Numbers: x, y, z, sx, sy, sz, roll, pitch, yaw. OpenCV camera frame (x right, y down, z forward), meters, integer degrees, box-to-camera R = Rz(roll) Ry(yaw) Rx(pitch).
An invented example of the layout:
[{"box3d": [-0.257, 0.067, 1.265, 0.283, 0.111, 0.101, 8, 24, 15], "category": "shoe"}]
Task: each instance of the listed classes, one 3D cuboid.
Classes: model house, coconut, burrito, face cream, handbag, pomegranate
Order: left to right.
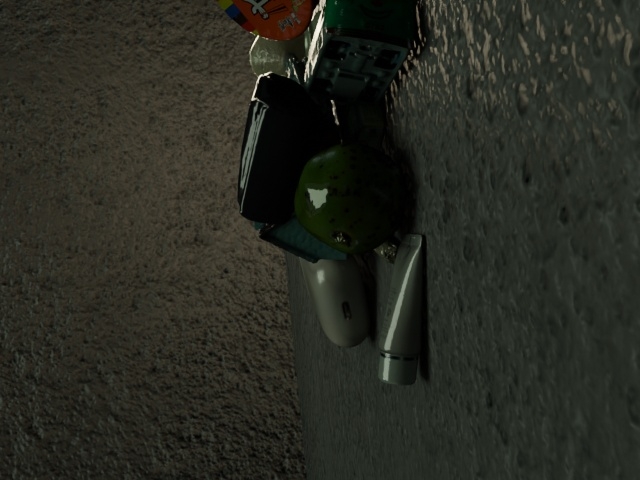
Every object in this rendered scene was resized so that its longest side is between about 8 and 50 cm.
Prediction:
[{"box3d": [-0.092, -0.220, 1.690, 0.275, 0.178, 0.301, -89, 11, -61], "category": "handbag"}, {"box3d": [-0.118, -0.617, 2.425, 0.244, 0.239, 0.239, -105, 14, -70], "category": "coconut"}, {"box3d": [-0.035, -0.098, 1.890, 0.280, 0.249, 0.229, -69, -20, -65], "category": "model house"}, {"box3d": [0.065, -0.104, 1.568, 0.254, 0.254, 0.270, 101, 174, -57], "category": "pomegranate"}, {"box3d": [0.148, 0.010, 1.685, 0.058, 0.045, 0.188, 62, 177, -22], "category": "burrito"}, {"box3d": [0.171, 0.141, 1.503, 0.143, 0.089, 0.314, -165, 79, -81], "category": "face cream"}]

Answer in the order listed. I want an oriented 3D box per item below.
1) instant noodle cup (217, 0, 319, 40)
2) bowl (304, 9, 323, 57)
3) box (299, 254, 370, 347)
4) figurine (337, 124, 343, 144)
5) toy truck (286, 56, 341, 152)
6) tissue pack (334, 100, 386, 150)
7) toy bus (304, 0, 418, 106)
[{"box3d": [-0.080, -0.559, 1.440, 0.192, 0.250, 0.250, -57, -12, -31], "category": "instant noodle cup"}, {"box3d": [0.017, -0.552, 2.014, 0.211, 0.112, 0.211, 177, 90, -82], "category": "bowl"}, {"box3d": [0.037, 0.120, 2.025, 0.349, 0.141, 0.288, -118, 12, -66], "category": "box"}, {"box3d": [0.060, -0.277, 1.966, 0.068, 0.101, 0.143, 54, 174, -22], "category": "figurine"}, {"box3d": [-0.025, -0.353, 1.881, 0.338, 0.133, 0.184, -100, 4, -50], "category": "toy truck"}, {"box3d": [0.090, -0.326, 1.756, 0.185, 0.081, 0.257, 103, 160, -61], "category": "tissue pack"}, {"box3d": [0.081, -0.422, 1.481, 0.343, 0.184, 0.199, 137, 141, -77], "category": "toy bus"}]
